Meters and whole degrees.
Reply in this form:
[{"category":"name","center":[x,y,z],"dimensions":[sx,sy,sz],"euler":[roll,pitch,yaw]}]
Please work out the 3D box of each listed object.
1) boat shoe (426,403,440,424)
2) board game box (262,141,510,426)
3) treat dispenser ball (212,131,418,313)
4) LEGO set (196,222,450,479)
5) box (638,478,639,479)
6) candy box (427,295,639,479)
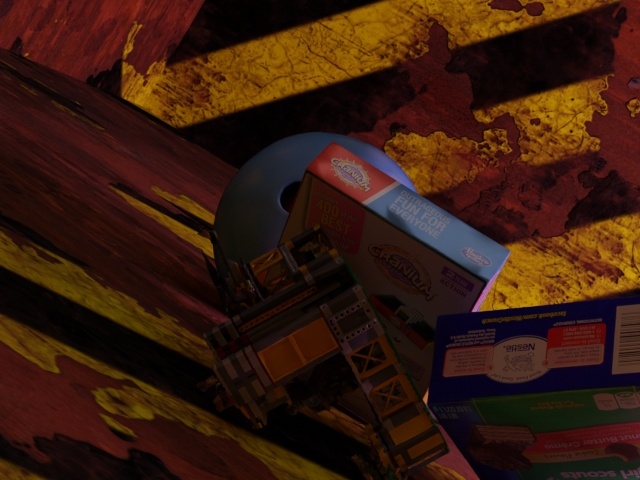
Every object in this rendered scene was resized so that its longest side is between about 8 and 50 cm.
[{"category":"boat shoe","center":[0.122,0.170,2.133],"dimensions":[0.118,0.103,0.320],"euler":[26,8,-47]},{"category":"board game box","center":[0.056,0.068,1.770],"dimensions":[0.242,0.316,0.064],"euler":[33,46,9]},{"category":"treat dispenser ball","center":[0.000,0.000,2.013],"dimensions":[0.288,0.288,0.288],"euler":[31,5,-3]},{"category":"LEGO set","center":[-0.022,0.134,1.565],"dimensions":[0.255,0.192,0.331],"euler":[62,-1,-29]},{"category":"box","center":[0.306,0.326,1.411],"dimensions":[0.094,0.113,0.275],"euler":[33,20,7]},{"category":"candy box","center":[0.293,0.198,1.595],"dimensions":[0.268,0.122,0.317],"euler":[-7,-39,26]}]
